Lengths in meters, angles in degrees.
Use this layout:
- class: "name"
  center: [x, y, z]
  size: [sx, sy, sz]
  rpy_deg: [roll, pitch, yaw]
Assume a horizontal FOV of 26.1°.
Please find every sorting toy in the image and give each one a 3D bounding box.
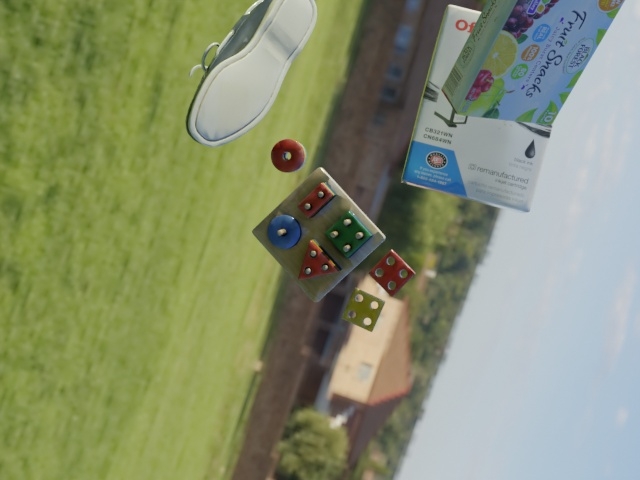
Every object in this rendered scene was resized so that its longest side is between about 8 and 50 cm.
- class: "sorting toy"
  center: [0.000, 0.000, 1.854]
  size: [0.132, 0.274, 0.046]
  rpy_deg: [-43, 175, 10]

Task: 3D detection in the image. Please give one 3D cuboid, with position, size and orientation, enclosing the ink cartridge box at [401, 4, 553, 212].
- class: "ink cartridge box"
  center: [0.184, -0.145, 1.535]
  size: [0.086, 0.148, 0.203]
  rpy_deg: [-6, 109, -86]

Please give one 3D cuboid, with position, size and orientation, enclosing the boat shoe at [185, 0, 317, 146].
- class: "boat shoe"
  center: [-0.100, -0.222, 1.753]
  size: [0.079, 0.095, 0.254]
  rpy_deg: [2, -122, 52]

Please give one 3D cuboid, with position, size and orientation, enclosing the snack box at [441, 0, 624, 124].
- class: "snack box"
  center: [0.172, -0.161, 1.105]
  size: [0.141, 0.100, 0.037]
  rpy_deg: [-64, -142, 36]
